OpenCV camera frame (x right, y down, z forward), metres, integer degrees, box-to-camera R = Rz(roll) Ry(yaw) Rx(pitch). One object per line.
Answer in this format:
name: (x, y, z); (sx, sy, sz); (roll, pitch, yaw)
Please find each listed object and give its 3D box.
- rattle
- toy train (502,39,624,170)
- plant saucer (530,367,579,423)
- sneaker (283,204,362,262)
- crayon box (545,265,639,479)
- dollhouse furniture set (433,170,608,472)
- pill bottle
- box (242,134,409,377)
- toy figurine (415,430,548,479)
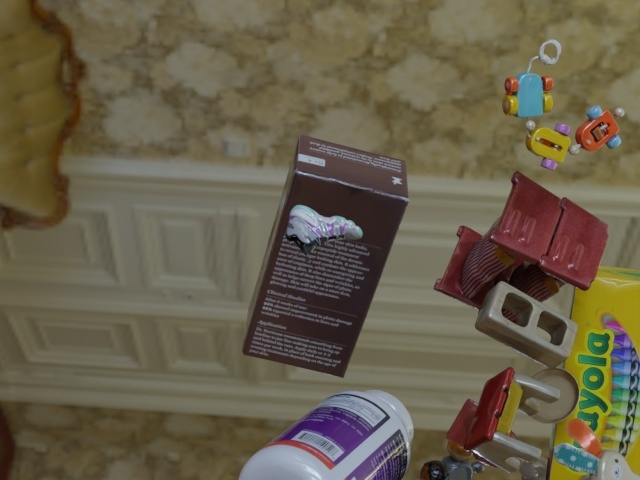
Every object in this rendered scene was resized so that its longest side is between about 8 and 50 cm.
rattle: (0.397, 0.322, 1.498); (0.143, 0.130, 0.199); (-5, -76, 70)
toy train: (0.288, -0.159, 1.445); (0.125, 0.166, 0.046); (-44, -160, -7)
plant saucer: (0.325, 0.219, 1.659); (0.015, 0.083, 0.083); (43, 43, -51)
sneaker: (0.000, 0.000, 1.518); (0.038, 0.098, 0.069); (83, 25, -64)
crayon box: (0.503, 0.233, 1.715); (0.106, 0.313, 0.362); (-52, 148, -77)
dollhouse furniture set: (0.228, 0.121, 1.560); (0.374, 0.152, 0.201); (-65, -174, -30)
pill bottle: (0.022, 0.348, 1.829); (0.323, 0.182, 0.181); (-28, 126, -57)
box: (0.002, 0.031, 1.990); (0.143, 0.191, 0.381); (-86, -167, -56)
toy figurine: (0.259, 0.413, 1.916); (0.213, 0.210, 0.148); (-24, 130, -57)
